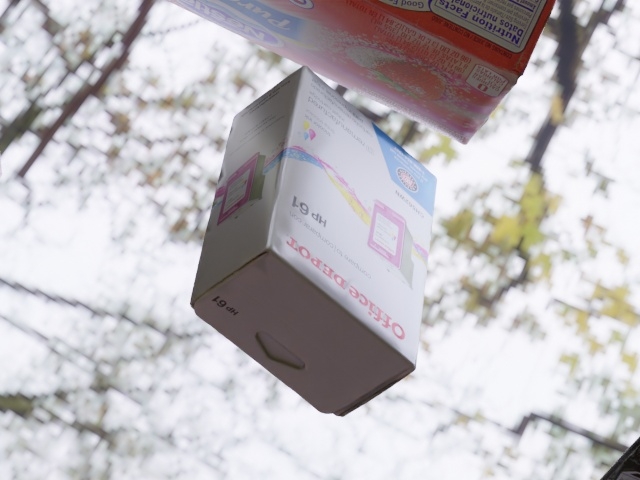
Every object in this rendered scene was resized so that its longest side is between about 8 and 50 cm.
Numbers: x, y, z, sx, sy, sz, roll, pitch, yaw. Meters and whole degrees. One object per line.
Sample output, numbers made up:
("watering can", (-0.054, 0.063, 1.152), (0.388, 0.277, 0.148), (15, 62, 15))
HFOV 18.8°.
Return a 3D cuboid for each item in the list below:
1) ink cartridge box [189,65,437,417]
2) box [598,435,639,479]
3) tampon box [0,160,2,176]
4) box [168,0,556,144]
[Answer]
("ink cartridge box", (0.000, 0.000, 0.823), (0.088, 0.122, 0.052), (39, -52, -25))
("box", (0.159, 0.180, 0.964), (0.076, 0.242, 0.307), (48, -63, 20))
("tampon box", (-0.279, -0.107, 1.309), (0.101, 0.120, 0.161), (-8, -79, -3))
("box", (-0.016, -0.189, 0.986), (0.300, 0.154, 0.142), (25, -13, -2))
